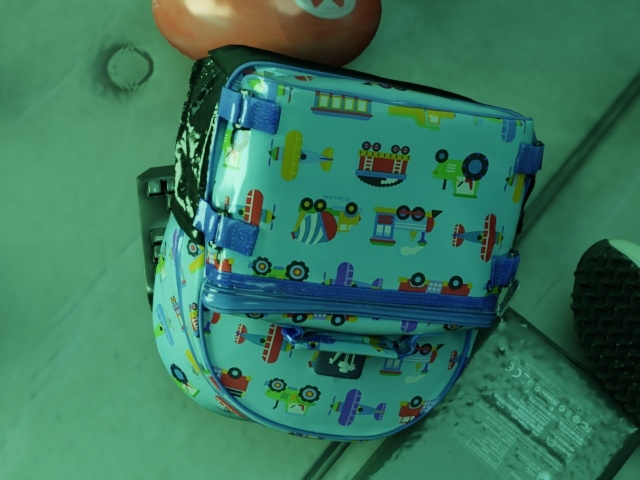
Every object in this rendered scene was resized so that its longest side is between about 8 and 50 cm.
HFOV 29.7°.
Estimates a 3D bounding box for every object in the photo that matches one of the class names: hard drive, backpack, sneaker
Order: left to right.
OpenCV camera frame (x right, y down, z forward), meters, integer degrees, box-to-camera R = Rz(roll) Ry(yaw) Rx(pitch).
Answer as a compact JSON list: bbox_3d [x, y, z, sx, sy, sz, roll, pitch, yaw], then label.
[{"bbox_3d":[0.005,0.013,0.532,0.158,0.117,0.173,11,101,-16],"label":"backpack"},{"bbox_3d":[0.081,0.109,0.578,0.094,0.022,0.135,39,73,12],"label":"hard drive"},{"bbox_3d":[0.187,0.062,0.580,0.161,0.057,0.075,50,39,8],"label":"sneaker"}]

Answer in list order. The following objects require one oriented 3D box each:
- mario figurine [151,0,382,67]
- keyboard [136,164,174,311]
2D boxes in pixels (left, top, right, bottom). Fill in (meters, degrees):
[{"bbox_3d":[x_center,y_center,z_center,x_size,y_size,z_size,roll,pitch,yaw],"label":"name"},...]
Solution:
[{"bbox_3d":[-0.035,-0.231,0.617,0.198,0.170,0.320,-24,64,17],"label":"mario figurine"},{"bbox_3d":[0.000,0.000,0.616,0.180,0.023,0.108,-7,70,-3],"label":"keyboard"}]
